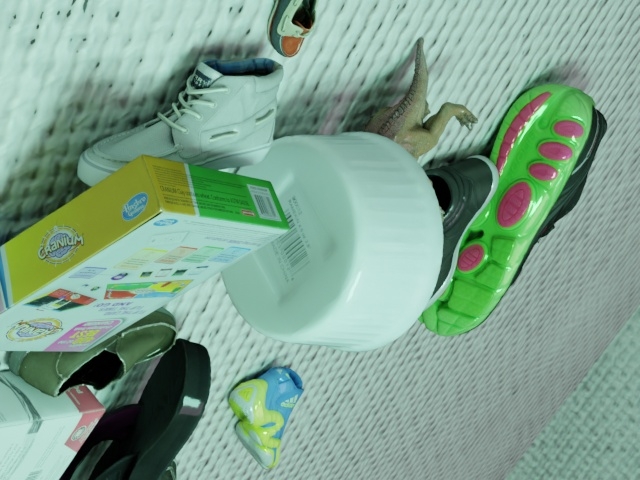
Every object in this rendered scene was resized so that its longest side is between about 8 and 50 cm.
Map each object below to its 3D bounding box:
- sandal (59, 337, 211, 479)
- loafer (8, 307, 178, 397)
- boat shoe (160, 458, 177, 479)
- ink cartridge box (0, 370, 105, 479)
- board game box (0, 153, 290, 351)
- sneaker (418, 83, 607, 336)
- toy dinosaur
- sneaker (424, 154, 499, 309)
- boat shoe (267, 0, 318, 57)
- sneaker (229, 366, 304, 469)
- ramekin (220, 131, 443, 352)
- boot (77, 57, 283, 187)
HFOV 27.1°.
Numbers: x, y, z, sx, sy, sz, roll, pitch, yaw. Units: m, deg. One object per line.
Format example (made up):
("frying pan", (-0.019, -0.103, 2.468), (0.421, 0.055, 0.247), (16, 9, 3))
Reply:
("sandal", (-0.287, 0.300, 1.828), (0.107, 0.167, 0.446), (17, 121, -24))
("loafer", (-0.267, 0.147, 1.650), (0.251, 0.087, 0.094), (-14, 142, -48))
("boat shoe", (-0.252, 0.408, 2.109), (0.077, 0.070, 0.219), (-29, 152, -30))
("ink cartridge box", (-0.393, 0.241, 1.604), (0.158, 0.092, 0.218), (-54, 155, 21))
("board game box", (-0.225, 0.025, 1.419), (0.316, 0.064, 0.242), (-30, 162, 23))
("sneaker", (0.312, -0.030, 2.150), (0.202, 0.185, 0.483), (-1, 133, -51))
("toy dinosaur", (0.080, -0.112, 1.747), (0.200, 0.127, 0.296), (-12, 136, -38))
("sneaker", (0.153, -0.003, 2.054), (0.147, 0.104, 0.296), (-5, 129, -52))
("boat shoe", (-0.025, -0.247, 1.455), (0.049, 0.043, 0.137), (-32, 154, -29))
("sneaker", (-0.072, 0.285, 2.168), (0.126, 0.091, 0.240), (-37, 154, -17))
("ramekin", (0.000, 0.000, 1.623), (0.135, 0.277, 0.277), (2, 129, -47))
("boot", (-0.145, -0.134, 1.419), (0.258, 0.095, 0.123), (-20, 134, -46))
